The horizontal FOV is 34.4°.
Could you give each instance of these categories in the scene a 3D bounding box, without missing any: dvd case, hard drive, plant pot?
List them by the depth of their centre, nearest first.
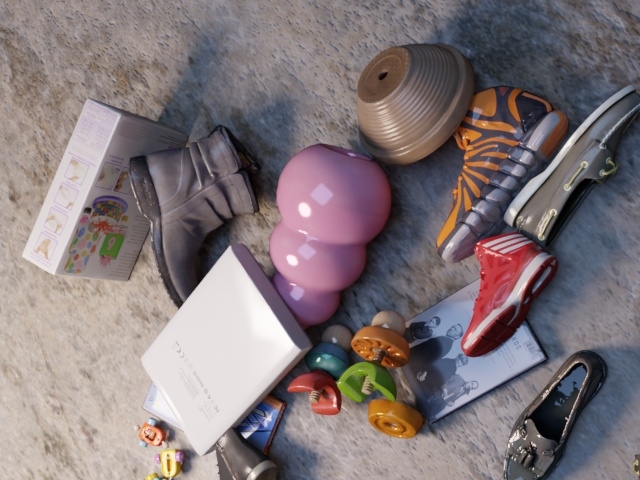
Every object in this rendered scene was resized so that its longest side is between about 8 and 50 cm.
[{"bbox_3d":[0.141,-0.257,1.795,0.237,0.109,0.237,-27,46,33],"label":"plant pot"},{"bbox_3d":[0.250,0.185,1.798,0.238,0.029,0.179,-32,72,18],"label":"dvd case"},{"bbox_3d":[-0.181,0.205,1.893,0.233,0.047,0.353,54,127,19],"label":"hard drive"}]

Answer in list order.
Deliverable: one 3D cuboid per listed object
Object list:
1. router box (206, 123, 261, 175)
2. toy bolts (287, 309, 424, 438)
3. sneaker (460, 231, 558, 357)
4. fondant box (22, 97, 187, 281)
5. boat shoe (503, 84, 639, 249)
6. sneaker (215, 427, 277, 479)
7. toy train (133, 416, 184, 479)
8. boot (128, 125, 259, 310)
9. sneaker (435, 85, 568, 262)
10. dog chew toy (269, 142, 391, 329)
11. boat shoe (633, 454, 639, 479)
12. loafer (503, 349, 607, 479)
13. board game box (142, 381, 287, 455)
[{"bbox_3d":[-0.188,-0.154,2.029,0.092,0.038,0.122,-46,69,14],"label":"router box"},{"bbox_3d":[0.081,0.229,1.828,0.228,0.218,0.159,-5,50,38],"label":"toy bolts"},{"bbox_3d":[0.290,0.083,1.745,0.221,0.087,0.128,-50,53,10],"label":"sneaker"},{"bbox_3d":[-0.415,-0.090,2.017,0.096,0.238,0.330,25,95,24],"label":"fondant box"},{"bbox_3d":[0.434,-0.118,1.706,0.091,0.109,0.305,46,110,21],"label":"boat shoe"},{"bbox_3d":[-0.158,0.457,1.922,0.118,0.083,0.222,44,122,33],"label":"sneaker"},{"bbox_3d":[-0.325,0.439,2.029,0.125,0.046,0.166,19,89,26],"label":"toy train"},{"bbox_3d":[-0.216,-0.031,1.965,0.222,0.118,0.338,-16,112,-3],"label":"boot"},{"bbox_3d":[0.267,-0.125,1.786,0.180,0.124,0.321,37,89,27],"label":"sneaker"},{"bbox_3d":[0.000,0.000,1.847,0.206,0.206,0.332,23,102,25],"label":"dog chew toy"},{"bbox_3d":[0.531,0.343,1.628,0.068,0.081,0.228,10,82,28],"label":"boat shoe"},{"bbox_3d":[0.373,0.296,1.699,0.096,0.084,0.268,32,98,24],"label":"loafer"},{"bbox_3d":[-0.208,0.319,1.996,0.281,0.027,0.145,24,97,25],"label":"board game box"}]
